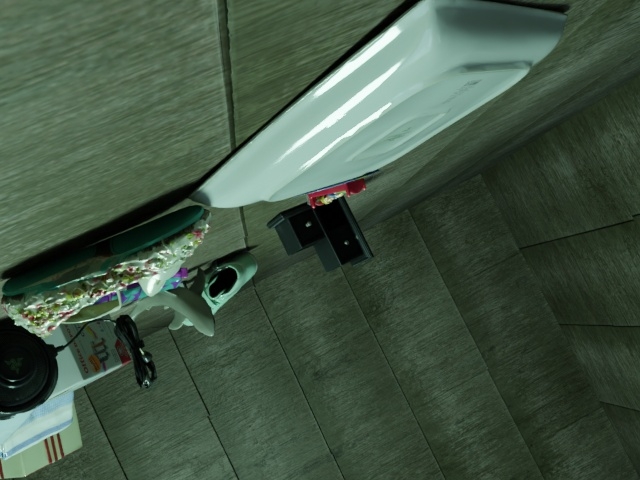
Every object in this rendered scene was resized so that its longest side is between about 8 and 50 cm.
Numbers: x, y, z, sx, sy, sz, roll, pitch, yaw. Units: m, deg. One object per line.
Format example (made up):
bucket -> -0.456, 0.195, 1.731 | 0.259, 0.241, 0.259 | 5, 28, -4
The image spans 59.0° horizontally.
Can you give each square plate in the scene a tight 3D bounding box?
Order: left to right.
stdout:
square plate -> 0.076, -0.135, 0.630 | 0.344, 0.049, 0.347 | -29, 176, 42

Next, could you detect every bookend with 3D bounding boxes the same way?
bookend -> 0.000, 0.000, 1.143 | 0.157, 0.156, 0.072 | -23, 175, -33

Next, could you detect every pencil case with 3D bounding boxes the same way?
pencil case -> -0.267, 0.058, 0.808 | 0.070, 0.064, 0.152 | 0, -169, 29

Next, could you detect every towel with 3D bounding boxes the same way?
towel -> -0.739, 0.421, 1.485 | 0.209, 0.034, 0.285 | -21, 131, -53

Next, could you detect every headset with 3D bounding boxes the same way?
headset -> -0.467, 0.229, 0.870 | 0.394, 0.185, 0.243 | -25, 176, -27

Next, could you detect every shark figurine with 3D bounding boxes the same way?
shark figurine -> -0.361, 0.136, 1.249 | 0.278, 0.166, 0.116 | -9, 157, 23

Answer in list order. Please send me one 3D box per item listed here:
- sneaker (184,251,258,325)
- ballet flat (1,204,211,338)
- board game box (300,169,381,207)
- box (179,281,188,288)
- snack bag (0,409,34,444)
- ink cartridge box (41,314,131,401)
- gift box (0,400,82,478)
sneaker -> -0.274, 0.126, 1.364 | 0.256, 0.094, 0.151 | -41, 178, 14
ballet flat -> -0.223, 0.036, 0.624 | 0.241, 0.077, 0.091 | -22, -153, -3
board game box -> 0.024, -0.075, 0.855 | 0.133, 0.033, 0.168 | -17, -170, -2
box -> -0.376, 0.131, 1.419 | 0.083, 0.018, 0.067 | -26, 176, -11
snack bag -> -0.741, 0.373, 1.143 | 0.323, 0.037, 0.342 | 1, 144, -51
ink cartridge box -> -0.484, 0.222, 1.093 | 0.127, 0.128, 0.176 | -27, 177, 9
gift box -> -0.861, 0.526, 1.668 | 0.276, 0.258, 0.255 | -13, 178, 16
